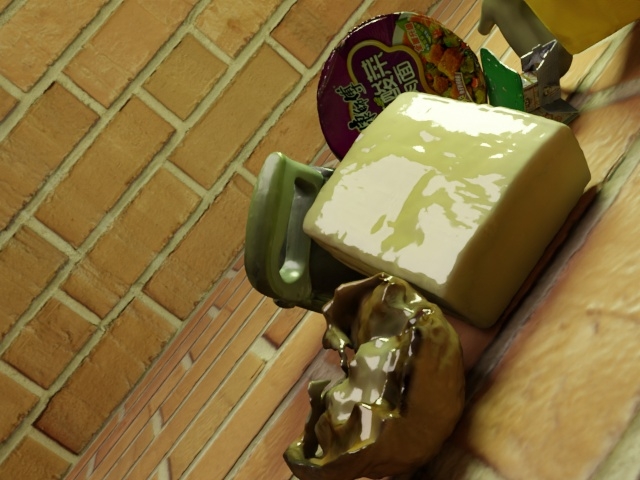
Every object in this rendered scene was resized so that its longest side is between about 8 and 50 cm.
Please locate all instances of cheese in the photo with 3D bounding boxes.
[{"bbox_3d":[0.145,-0.049,0.928,0.265,0.124,0.243,25,78,49],"label":"cheese"}]

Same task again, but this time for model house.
[{"bbox_3d":[0.298,-0.206,1.088,0.088,0.167,0.117,-25,39,-5],"label":"model house"}]

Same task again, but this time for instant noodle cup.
[{"bbox_3d":[0.113,-0.205,1.184,0.251,0.251,0.190,-50,5,2],"label":"instant noodle cup"}]

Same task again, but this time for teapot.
[{"bbox_3d":[0.023,0.006,1.221,0.321,0.239,0.240,54,-129,-81],"label":"teapot"}]

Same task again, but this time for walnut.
[{"bbox_3d":[0.074,0.149,0.775,0.204,0.141,0.238,-33,31,49],"label":"walnut"}]

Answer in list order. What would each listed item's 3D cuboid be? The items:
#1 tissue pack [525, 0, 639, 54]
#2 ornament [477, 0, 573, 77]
[{"bbox_3d":[0.425,-0.465,0.961,0.381,0.228,0.293,-30,35,39],"label":"tissue pack"},{"bbox_3d":[0.290,-0.336,1.139,0.061,0.230,0.245,-34,-9,0],"label":"ornament"}]
